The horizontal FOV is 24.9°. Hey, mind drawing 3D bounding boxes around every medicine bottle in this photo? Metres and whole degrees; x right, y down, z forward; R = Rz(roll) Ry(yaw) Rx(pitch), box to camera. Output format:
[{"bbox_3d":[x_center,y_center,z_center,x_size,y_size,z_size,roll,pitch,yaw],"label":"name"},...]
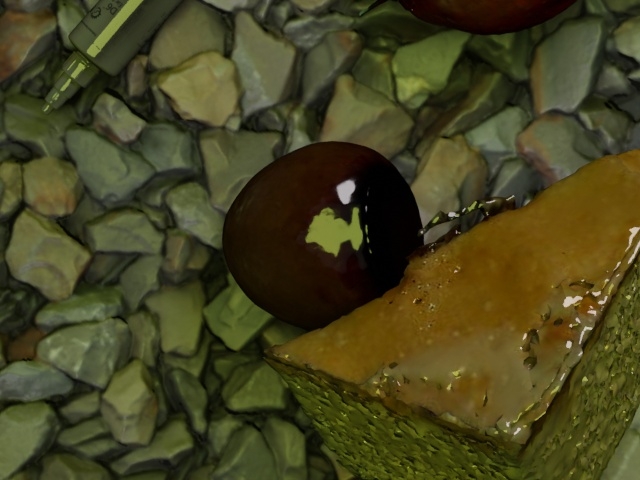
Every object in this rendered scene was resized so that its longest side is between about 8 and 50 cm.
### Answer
[{"bbox_3d":[-0.180,-0.188,1.277,0.057,0.057,0.199,42,94,3],"label":"medicine bottle"}]

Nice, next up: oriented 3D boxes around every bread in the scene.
[{"bbox_3d":[0.141,0.061,1.187,0.279,0.248,0.315,9,57,29],"label":"bread"}]

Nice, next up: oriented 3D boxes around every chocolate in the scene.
[{"bbox_3d":[0.000,0.000,1.228,0.177,0.177,0.176,0,91,4],"label":"chocolate"}]

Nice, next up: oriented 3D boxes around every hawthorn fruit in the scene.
[{"bbox_3d":[0.129,-0.255,1.206,0.235,0.181,0.181,-29,88,25],"label":"hawthorn fruit"}]
